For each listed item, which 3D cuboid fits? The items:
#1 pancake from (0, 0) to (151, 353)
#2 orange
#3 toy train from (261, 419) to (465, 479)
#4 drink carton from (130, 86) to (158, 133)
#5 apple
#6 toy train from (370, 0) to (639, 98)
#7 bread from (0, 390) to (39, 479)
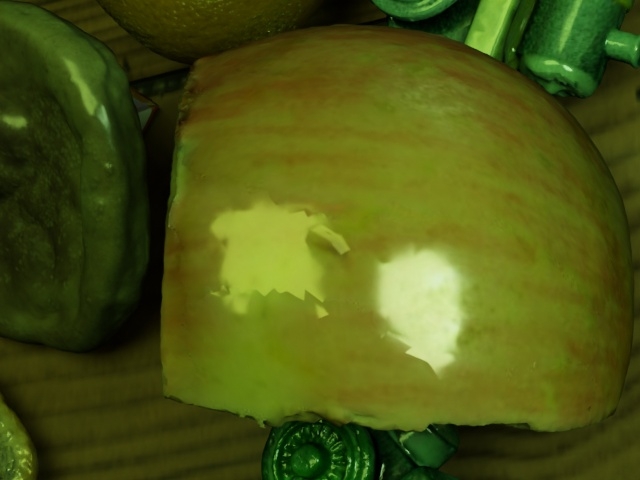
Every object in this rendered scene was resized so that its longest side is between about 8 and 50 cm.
[{"bbox_3d":[-0.238,-0.045,1.422,0.294,0.049,0.294,12,110,36],"label":"pancake"},{"bbox_3d":[-0.082,-0.253,1.400,0.236,0.236,0.236,-9,69,24],"label":"orange"},{"bbox_3d":[0.010,0.230,1.224,0.266,0.145,0.202,-43,62,8],"label":"toy train"},{"bbox_3d":[-0.254,-0.136,1.514,0.223,0.096,0.071,27,86,32],"label":"drink carton"},{"bbox_3d":[0.056,0.011,1.185,0.309,0.252,0.314,2,54,3],"label":"apple"},{"bbox_3d":[0.183,-0.253,1.311,0.237,0.150,0.369,19,83,25],"label":"toy train"},{"bbox_3d":[-0.347,0.205,1.427,0.245,0.121,0.174,-46,67,1],"label":"bread"}]
